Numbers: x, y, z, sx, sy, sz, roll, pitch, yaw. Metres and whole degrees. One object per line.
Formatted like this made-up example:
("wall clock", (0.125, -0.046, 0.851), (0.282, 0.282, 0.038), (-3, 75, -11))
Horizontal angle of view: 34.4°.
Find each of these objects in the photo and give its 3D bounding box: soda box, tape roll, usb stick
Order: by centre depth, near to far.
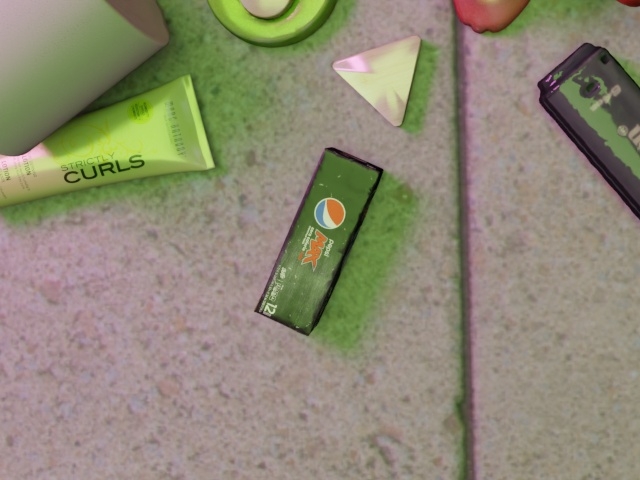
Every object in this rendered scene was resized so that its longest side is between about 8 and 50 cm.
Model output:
("tape roll", (-0.271, -0.217, 0.889), (0.169, 0.246, 0.246), (-35, 90, 10))
("usb stick", (0.305, -0.054, 0.921), (0.077, 0.045, 0.278), (-41, 89, 11))
("soda box", (0.000, 0.000, 0.968), (0.060, 0.053, 0.169), (24, 100, 5))

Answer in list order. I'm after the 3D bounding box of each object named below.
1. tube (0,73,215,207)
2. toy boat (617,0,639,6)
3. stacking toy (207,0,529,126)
("tube", (-0.227, -0.086, 0.993), (0.240, 0.062, 0.070), (-14, 134, 5))
("toy boat", (0.241, -0.343, 0.790), (0.267, 0.148, 0.318), (-3, 67, -19))
("stacking toy", (0.036, -0.270, 0.895), (0.309, 0.130, 0.279), (33, 99, 4))
